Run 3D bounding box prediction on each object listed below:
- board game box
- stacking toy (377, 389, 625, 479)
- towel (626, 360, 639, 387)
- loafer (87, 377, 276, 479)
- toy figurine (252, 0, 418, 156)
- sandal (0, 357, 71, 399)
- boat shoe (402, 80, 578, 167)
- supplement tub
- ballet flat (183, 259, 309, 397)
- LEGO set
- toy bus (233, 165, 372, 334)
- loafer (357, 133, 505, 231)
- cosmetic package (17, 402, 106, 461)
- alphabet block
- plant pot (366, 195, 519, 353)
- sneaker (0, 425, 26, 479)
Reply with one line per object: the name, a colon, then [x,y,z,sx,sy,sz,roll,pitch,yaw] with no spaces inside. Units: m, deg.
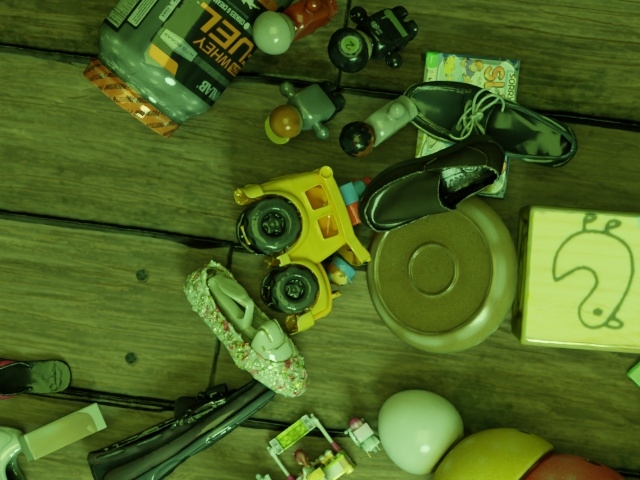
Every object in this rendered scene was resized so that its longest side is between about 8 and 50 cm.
board game box: [0.209,-0.165,1.735,0.136,0.035,0.201,5,91,5]
stacking toy: [0.266,0.371,1.629,0.480,0.350,0.350,40,93,18]
towel: [0.530,0.179,1.721,0.152,0.023,0.113,-43,85,6]
loafer: [-0.206,0.273,1.737,0.303,0.109,0.095,-36,83,7]
toy figurine: [0.019,-0.223,1.640,0.213,0.148,0.209,19,126,33]
sandal: [-0.462,0.205,1.785,0.179,0.040,0.067,-6,90,4]
boat shoe: [0.234,-0.162,1.675,0.255,0.079,0.095,23,94,5]
supplement tub: [-0.178,-0.312,1.687,0.194,0.193,0.316,38,93,3]
ballet flat: [-0.103,0.123,1.715,0.241,0.091,0.077,43,136,12]
LEGO set: [-0.056,0.337,1.709,0.287,0.132,0.107,-34,81,-18]
toy bus: [0.000,0.000,1.711,0.212,0.149,0.220,-20,91,-12]
loafer: [0.148,-0.072,1.629,0.220,0.078,0.080,-28,116,15]
cosmetic package: [-0.375,0.278,1.745,0.115,0.060,0.041,-23,88,-26]
alphabet block: [0.371,0.051,1.645,0.197,0.193,0.192,3,89,5]
plant pot: [0.162,0.042,1.691,0.236,0.032,0.236,-1,88,32]
sneaker: [-0.482,0.412,1.761,0.118,0.110,0.292,0,90,-4]
